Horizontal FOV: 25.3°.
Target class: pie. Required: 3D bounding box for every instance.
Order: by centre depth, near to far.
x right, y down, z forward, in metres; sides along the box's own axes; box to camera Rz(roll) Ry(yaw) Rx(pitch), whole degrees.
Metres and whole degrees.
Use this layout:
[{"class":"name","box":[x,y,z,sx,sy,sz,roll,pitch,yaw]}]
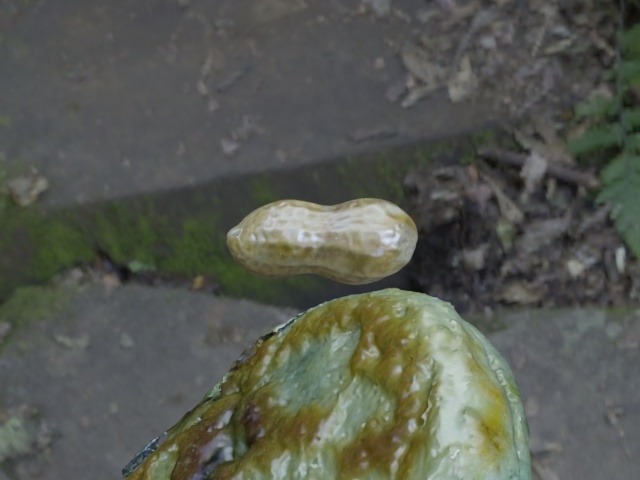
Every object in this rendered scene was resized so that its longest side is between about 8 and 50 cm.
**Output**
[{"class":"pie","box":[-0.022,0.150,0.700,0.302,0.067,0.302,-32,33,24]}]

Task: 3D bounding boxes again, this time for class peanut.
[{"class":"peanut","box":[0.000,0.002,1.385,0.192,0.089,0.089,3,52,16]}]
